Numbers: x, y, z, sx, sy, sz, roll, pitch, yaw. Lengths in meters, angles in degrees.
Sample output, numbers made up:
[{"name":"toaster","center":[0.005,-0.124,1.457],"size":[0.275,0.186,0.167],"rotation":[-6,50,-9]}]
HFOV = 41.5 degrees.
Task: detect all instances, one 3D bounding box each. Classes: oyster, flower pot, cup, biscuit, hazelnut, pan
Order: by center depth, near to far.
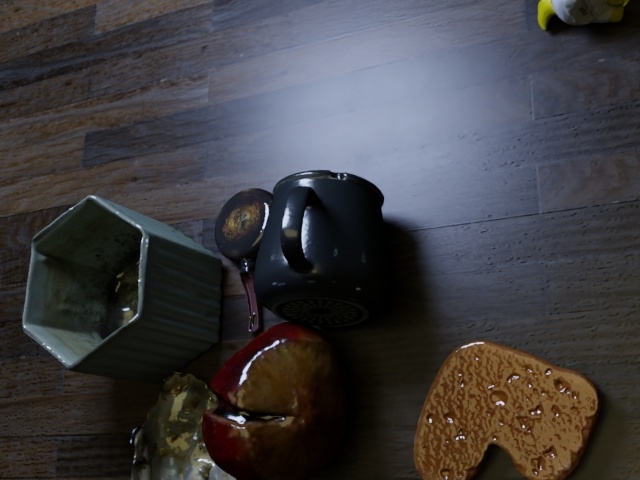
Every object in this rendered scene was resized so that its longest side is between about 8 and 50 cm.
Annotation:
[{"name":"biscuit","center":[0.208,0.217,0.970],"size":[0.192,0.036,0.186],"rotation":[18,87,31]},{"name":"cup","center":[0.000,0.000,1.042],"size":[0.169,0.223,0.176],"rotation":[1,67,15]},{"name":"hazelnut","center":[-0.051,0.200,1.048],"size":[0.178,0.178,0.204],"rotation":[10,82,30]},{"name":"oyster","center":[-0.165,0.322,1.120],"size":[0.166,0.094,0.294],"rotation":[-3,64,6]},{"name":"flower pot","center":[-0.271,0.074,1.178],"size":[0.209,0.190,0.239],"rotation":[-7,71,27]},{"name":"pan","center":[-0.104,0.025,1.191],"size":[0.115,0.040,0.212],"rotation":[-13,69,30]}]

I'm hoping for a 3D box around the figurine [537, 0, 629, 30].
[{"name":"figurine","center":[0.329,-0.350,1.046],"size":[0.130,0.109,0.178],"rotation":[0,71,51]}]
